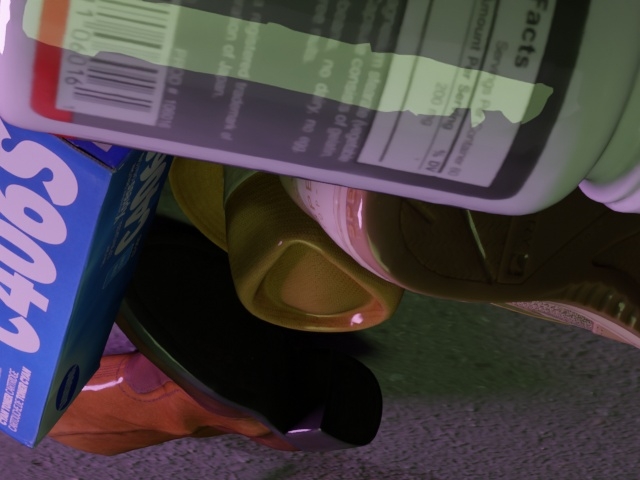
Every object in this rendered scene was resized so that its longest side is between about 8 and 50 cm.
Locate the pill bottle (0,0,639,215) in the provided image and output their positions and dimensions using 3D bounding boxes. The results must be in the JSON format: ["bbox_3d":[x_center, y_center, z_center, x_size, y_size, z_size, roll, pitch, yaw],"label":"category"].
[{"bbox_3d":[0.028,-0.098,0.546,0.283,0.161,0.161,10,150,-9],"label":"pill bottle"}]

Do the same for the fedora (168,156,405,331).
[{"bbox_3d":[0.000,0.000,0.809,0.194,0.079,0.194,4,150,2],"label":"fedora"}]

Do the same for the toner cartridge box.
[{"bbox_3d":[-0.179,-0.018,0.747,0.165,0.075,0.348,35,148,3],"label":"toner cartridge box"}]

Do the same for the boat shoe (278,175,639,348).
[{"bbox_3d":[0.139,-0.014,0.751,0.341,0.121,0.110,15,-175,-33],"label":"boat shoe"}]

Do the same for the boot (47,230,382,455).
[{"bbox_3d":[-0.137,0.082,1.007,0.280,0.096,0.264,-7,156,37],"label":"boot"}]
